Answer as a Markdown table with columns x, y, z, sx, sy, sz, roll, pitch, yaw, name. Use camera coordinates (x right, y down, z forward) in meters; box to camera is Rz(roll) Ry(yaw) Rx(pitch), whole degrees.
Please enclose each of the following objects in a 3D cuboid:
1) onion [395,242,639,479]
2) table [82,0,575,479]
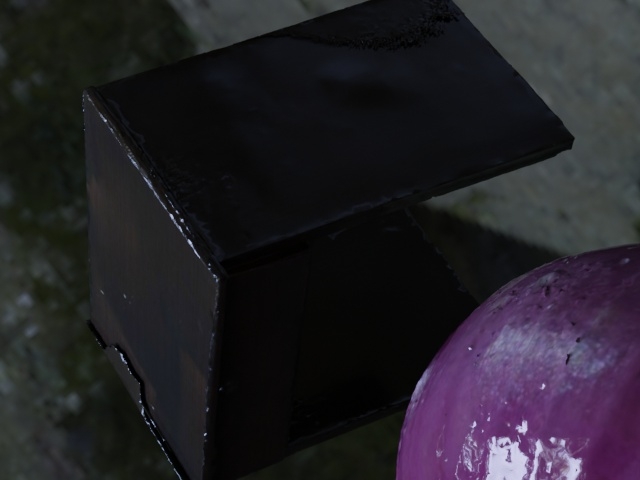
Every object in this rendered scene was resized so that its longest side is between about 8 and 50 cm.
| x | y | z | sx | sy | sz | roll | pitch | yaw | name |
| --- | --- | --- | --- | --- | --- | --- | --- | --- | --- |
| 0.189 | 0.175 | 1.005 | 0.358 | 0.345 | 0.358 | 18 | 121 | 33 | onion |
| 0.000 | 0.000 | 1.366 | 0.196 | 0.282 | 0.250 | 53 | 151 | 35 | table |
